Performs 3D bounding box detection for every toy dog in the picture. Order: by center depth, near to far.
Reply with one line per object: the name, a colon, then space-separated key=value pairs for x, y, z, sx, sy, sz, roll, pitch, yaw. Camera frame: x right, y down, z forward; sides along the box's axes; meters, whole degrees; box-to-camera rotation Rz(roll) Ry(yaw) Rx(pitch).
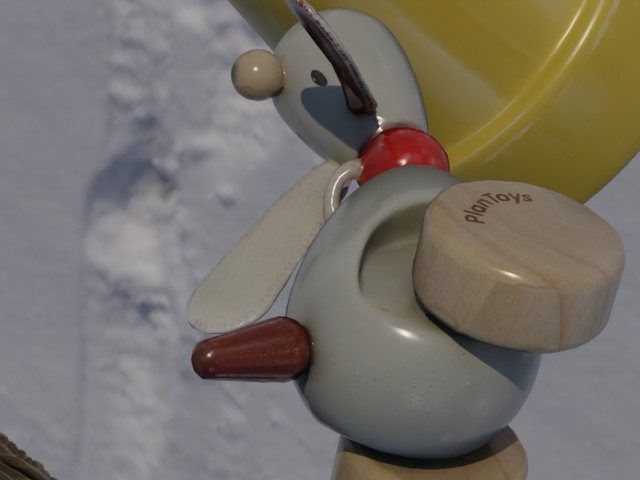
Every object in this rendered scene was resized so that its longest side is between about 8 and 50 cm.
toy dog: x=0.000 y=0.000 z=0.890 sx=0.334 sy=0.161 sz=0.220 roll=-145 pitch=63 yaw=-68

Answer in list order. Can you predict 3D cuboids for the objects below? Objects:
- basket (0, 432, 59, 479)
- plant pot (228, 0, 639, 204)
basket: x=-0.242 y=0.213 z=1.027 sx=0.299 sy=0.223 sz=0.213 roll=46 pitch=-169 yaw=-32
plant pot: x=0.068 y=-0.160 z=1.227 sx=0.239 sy=0.254 sz=0.254 roll=33 pitch=153 yaw=-31
